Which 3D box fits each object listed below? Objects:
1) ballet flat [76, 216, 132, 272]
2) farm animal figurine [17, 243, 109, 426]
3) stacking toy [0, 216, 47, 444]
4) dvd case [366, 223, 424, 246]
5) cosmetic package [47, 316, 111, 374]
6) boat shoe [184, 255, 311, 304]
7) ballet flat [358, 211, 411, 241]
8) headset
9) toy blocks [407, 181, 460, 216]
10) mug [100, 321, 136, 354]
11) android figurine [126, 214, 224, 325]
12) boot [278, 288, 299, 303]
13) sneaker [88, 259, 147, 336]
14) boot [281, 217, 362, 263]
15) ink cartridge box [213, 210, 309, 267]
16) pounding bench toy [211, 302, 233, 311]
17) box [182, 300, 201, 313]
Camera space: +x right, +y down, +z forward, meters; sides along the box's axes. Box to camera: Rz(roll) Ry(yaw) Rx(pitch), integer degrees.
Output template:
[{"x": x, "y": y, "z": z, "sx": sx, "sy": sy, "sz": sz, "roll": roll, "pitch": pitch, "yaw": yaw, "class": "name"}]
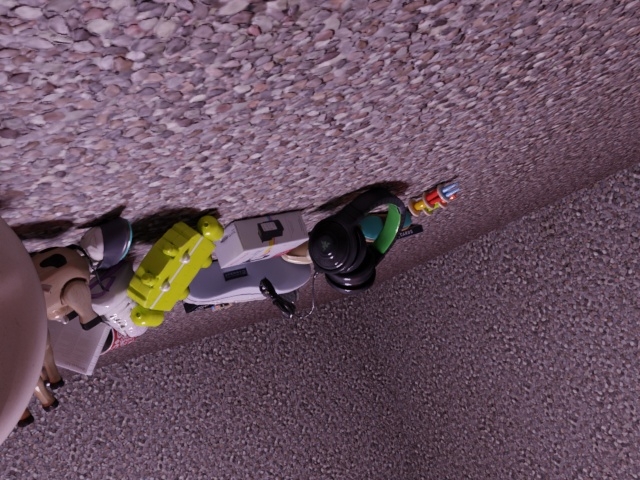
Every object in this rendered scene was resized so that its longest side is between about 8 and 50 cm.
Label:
[{"x": -0.375, "y": 0.014, "z": 1.037, "sx": 0.074, "sy": 0.074, "sz": 0.203, "roll": -13, "pitch": 171, "yaw": -32, "class": "ballet flat"}, {"x": -0.457, "y": 0.104, "z": 0.887, "sx": 0.331, "sy": 0.172, "sz": 0.327, "roll": 1, "pitch": -153, "yaw": 28, "class": "farm animal figurine"}, {"x": -0.570, "y": 0.110, "z": 0.695, "sx": 0.480, "sy": 0.350, "sz": 0.351, "roll": -8, "pitch": 180, "yaw": 43, "class": "stacking toy"}, {"x": 0.202, "y": -0.014, "z": 1.902, "sx": 0.180, "sy": 0.029, "sz": 0.239, "roll": -18, "pitch": -175, "yaw": -7, "class": "dvd case"}, {"x": -0.521, "y": 0.164, "z": 1.120, "sx": 0.239, "sy": 0.098, "sz": 0.060, "roll": 20, "pitch": 162, "yaw": -5, "class": "cosmetic package"}, {"x": -0.213, "y": 0.117, "z": 1.682, "sx": 0.368, "sy": 0.135, "sz": 0.156, "roll": -12, "pitch": 167, "yaw": -27, "class": "boat shoe"}, {"x": 0.164, "y": -0.037, "z": 1.739, "sx": 0.232, "sy": 0.080, "sz": 0.073, "roll": -10, "pitch": 177, "yaw": -40, "class": "ballet flat"}, {"x": 0.035, "y": 0.026, "z": 1.478, "sx": 0.394, "sy": 0.185, "sz": 0.243, "roll": -46, "pitch": 149, "yaw": -7, "class": "headset"}, {"x": 0.330, "y": -0.119, "z": 1.668, "sx": 0.148, "sy": 0.054, "sz": 0.123, "roll": -28, "pitch": 166, "yaw": 38, "class": "toy blocks"}, {"x": -0.619, "y": 0.277, "z": 1.854, "sx": 0.150, "sy": 0.113, "sz": 0.169, "roll": -19, "pitch": 173, "yaw": 9, "class": "mug"}, {"x": -0.277, "y": 0.055, "z": 1.167, "sx": 0.248, "sy": 0.056, "sz": 0.273, "roll": -55, "pitch": 174, "yaw": -8, "class": "android figurine"}, {"x": -0.094, "y": 0.111, "z": 1.859, "sx": 0.161, "sy": 0.083, "sz": 0.247, "roll": -14, "pitch": -159, "yaw": -33, "class": "boot"}, {"x": -0.387, "y": 0.121, "z": 1.212, "sx": 0.114, "sy": 0.152, "sz": 0.305, "roll": -35, "pitch": -174, "yaw": -11, "class": "sneaker"}, {"x": 0.000, "y": 0.000, "z": 1.621, "sx": 0.214, "sy": 0.077, "sz": 0.165, "roll": -2, "pitch": 159, "yaw": -5, "class": "boot"}, {"x": -0.136, "y": -0.002, "z": 1.370, "sx": 0.175, "sy": 0.072, "sz": 0.127, "roll": -12, "pitch": 169, "yaw": -37, "class": "ink cartridge box"}, {"x": -0.350, "y": 0.214, "z": 2.170, "sx": 0.065, "sy": 0.052, "sz": 0.083, "roll": -9, "pitch": 166, "yaw": -42, "class": "pounding bench toy"}, {"x": -0.307, "y": 0.146, "z": 1.822, "sx": 0.180, "sy": 0.077, "sz": 0.147, "roll": -12, "pitch": 168, "yaw": -36, "class": "box"}]
